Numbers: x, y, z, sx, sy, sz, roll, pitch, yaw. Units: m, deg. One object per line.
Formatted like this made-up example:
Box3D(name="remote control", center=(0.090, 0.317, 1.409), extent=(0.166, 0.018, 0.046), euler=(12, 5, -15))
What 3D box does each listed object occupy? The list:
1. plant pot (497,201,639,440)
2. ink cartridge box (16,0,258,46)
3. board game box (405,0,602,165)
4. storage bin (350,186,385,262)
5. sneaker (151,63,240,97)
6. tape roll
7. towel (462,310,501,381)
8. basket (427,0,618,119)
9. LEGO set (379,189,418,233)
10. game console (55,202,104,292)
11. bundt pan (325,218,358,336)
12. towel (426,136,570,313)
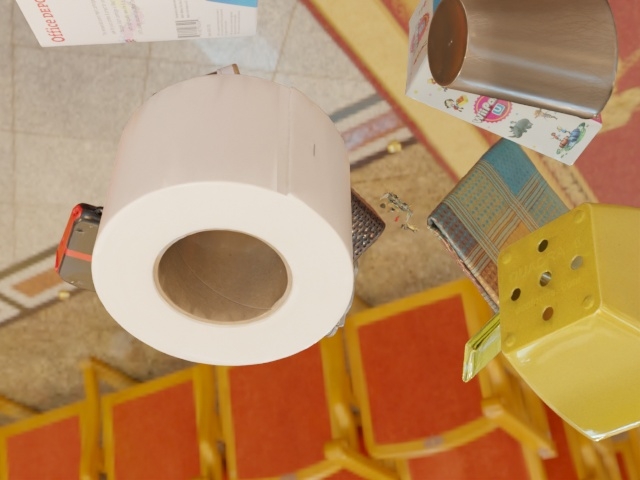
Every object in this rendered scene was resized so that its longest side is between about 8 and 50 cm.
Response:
Box3D(name="plant pot", center=(0.319, 0.078, 1.109), extent=(0.187, 0.212, 0.212), euler=(25, 141, -28))
Box3D(name="ink cartridge box", center=(-0.214, -0.355, 1.129), extent=(0.270, 0.197, 0.198), euler=(-5, 172, -6))
Box3D(name="board game box", center=(0.294, -0.275, 1.579), extent=(0.303, 0.224, 0.097), euler=(20, 132, -11))
Box3D(name="storage bin", center=(0.000, 0.000, 1.479), extent=(0.084, 0.122, 0.180), euler=(42, 97, -20))
Box3D(name="sneaker", center=(-0.164, -0.130, 1.428), extent=(0.153, 0.099, 0.282), euler=(-18, 142, -4))
Box3D(name="tape roll", center=(-0.090, -0.018, 0.957), extent=(0.246, 0.169, 0.246), euler=(0, 132, 0))
Box3D(name="towel", center=(0.285, 0.102, 1.360), extent=(0.237, 0.021, 0.102), euler=(-39, 147, -22))
Box3D(name="basket", center=(0.280, -0.277, 1.378), extent=(0.227, 0.204, 0.154), euler=(1, 164, -19))
Box3D(name="LEGO set", center=(0.106, -0.043, 1.293), extent=(0.054, 0.023, 0.083), euler=(28, 165, 26))
Box3D(name="game console", center=(-0.255, 0.048, 1.683), extent=(0.386, 0.060, 0.342), euler=(16, 155, -16))
Box3D(name="bundt pan", center=(-0.043, 0.021, 1.860), extent=(0.124, 0.331, 0.331), euler=(3, 148, -20))
Box3D(name="towel", center=(0.349, -0.019, 1.779), extent=(0.271, 0.370, 0.040), euler=(52, 133, -4))
